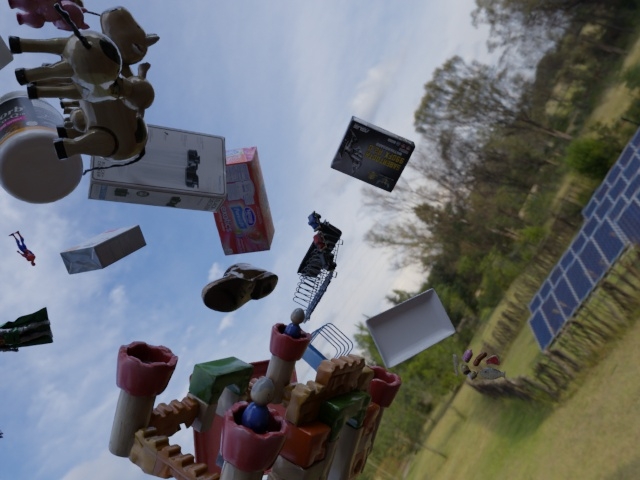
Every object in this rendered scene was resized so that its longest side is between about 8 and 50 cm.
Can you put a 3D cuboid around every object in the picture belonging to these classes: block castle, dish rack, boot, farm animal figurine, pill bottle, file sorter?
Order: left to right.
[{"bbox_3d":[-0.615,-0.209,1.129,0.162,0.278,0.162,-20,-47,-24],"label":"pill bottle"},{"bbox_3d":[-0.314,-0.242,0.767,0.172,0.330,0.327,-9,-42,-17],"label":"farm animal figurine"},{"bbox_3d":[-0.261,0.131,1.575,0.305,0.115,0.112,-9,-54,-59],"label":"boot"},{"bbox_3d":[-0.078,0.251,0.875,0.453,0.302,0.213,7,-79,-58],"label":"block castle"},{"bbox_3d":[-0.012,0.091,1.483,0.272,0.074,0.208,-76,12,-56],"label":"dish rack"},{"bbox_3d":[0.012,0.331,1.623,0.104,0.118,0.170,-48,0,-23],"label":"file sorter"}]

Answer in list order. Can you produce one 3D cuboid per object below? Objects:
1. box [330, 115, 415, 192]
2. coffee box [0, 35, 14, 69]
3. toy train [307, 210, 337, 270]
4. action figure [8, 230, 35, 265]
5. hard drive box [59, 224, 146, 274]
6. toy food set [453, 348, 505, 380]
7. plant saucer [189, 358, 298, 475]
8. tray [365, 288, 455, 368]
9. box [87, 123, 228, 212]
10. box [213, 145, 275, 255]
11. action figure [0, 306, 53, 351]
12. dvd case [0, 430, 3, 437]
[{"bbox_3d":[0.172,-0.285,1.765,0.056,0.230,0.183,-82,16,-61],"label":"box"},{"bbox_3d":[-0.919,-0.412,1.043,0.338,0.338,0.335,-79,-23,-48],"label":"coffee box"},{"bbox_3d":[0.000,0.000,1.263,0.036,0.158,0.027,-2,-25,-38],"label":"toy train"},{"bbox_3d":[-0.902,0.028,1.611,0.030,0.115,0.038,-26,11,15],"label":"action figure"},{"bbox_3d":[-0.790,0.031,1.938,0.232,0.181,0.089,-43,-60,-59],"label":"hard drive box"},{"bbox_3d":[0.387,0.305,1.303,0.019,0.122,0.078,3,-103,-60],"label":"toy food set"},{"bbox_3d":[-0.170,0.425,1.257,0.048,0.258,0.259,94,166,-61],"label":"plant saucer"},{"bbox_3d":[0.251,0.244,1.486,0.270,0.145,0.030,-19,-11,-32],"label":"tray"},{"bbox_3d":[-0.362,-0.165,1.192,0.087,0.289,0.169,-42,50,55],"label":"box"},{"bbox_3d":[-0.244,-0.121,1.629,0.142,0.154,0.300,-84,-14,-61],"label":"box"},{"bbox_3d":[-0.972,0.304,1.662,0.232,0.063,0.137,-14,-65,-32],"label":"action figure"},{"bbox_3d":[-1.091,0.570,1.619,0.164,0.221,0.018,15,-98,-45],"label":"dvd case"}]
